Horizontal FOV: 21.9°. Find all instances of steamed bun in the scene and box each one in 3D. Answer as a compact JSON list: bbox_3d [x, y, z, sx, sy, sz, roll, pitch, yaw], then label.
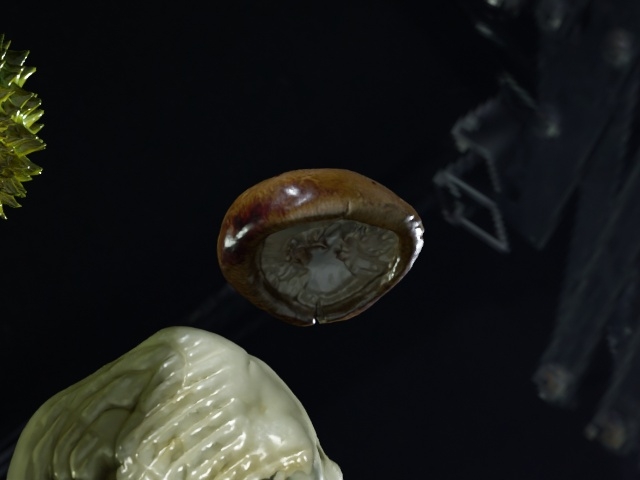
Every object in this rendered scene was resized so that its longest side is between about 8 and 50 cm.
[{"bbox_3d":[-0.099,0.245,1.205,0.276,0.289,0.203,-32,-23,-5],"label":"steamed bun"}]

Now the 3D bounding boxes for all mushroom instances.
[{"bbox_3d":[0.000,0.000,0.972,0.123,0.052,0.123,-7,-38,-5],"label":"mushroom"}]

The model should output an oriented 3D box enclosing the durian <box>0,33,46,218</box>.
[{"bbox_3d":[-0.320,-0.057,1.047,0.291,0.291,0.225,5,-93,-38],"label":"durian"}]
